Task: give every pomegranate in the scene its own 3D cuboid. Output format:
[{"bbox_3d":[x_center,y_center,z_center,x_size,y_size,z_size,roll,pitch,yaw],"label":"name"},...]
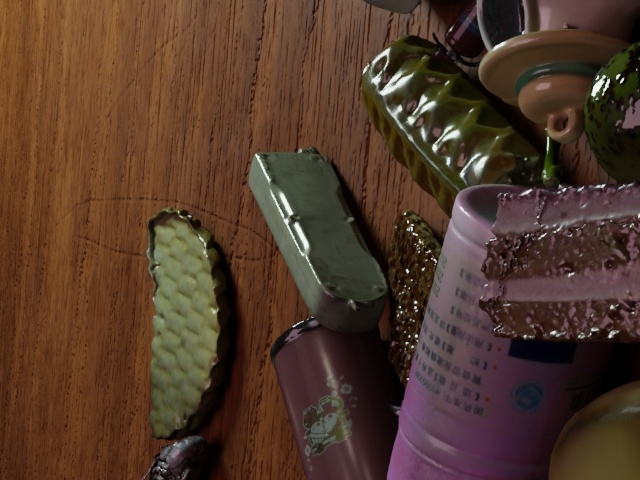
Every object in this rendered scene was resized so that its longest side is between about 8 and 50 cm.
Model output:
[{"bbox_3d":[0.267,-0.100,1.410,0.125,0.163,0.138,48,141,-4],"label":"pomegranate"}]

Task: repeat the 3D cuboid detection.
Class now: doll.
[{"bbox_3d":[0.184,-0.216,1.554,0.208,0.144,0.271,-56,40,12],"label":"doll"}]

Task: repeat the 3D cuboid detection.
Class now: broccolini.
[{"bbox_3d":[0.188,-0.121,1.597,0.054,0.052,0.194,-38,47,36],"label":"broccolini"}]

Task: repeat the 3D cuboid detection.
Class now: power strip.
[{"bbox_3d":[0.001,-0.002,1.882,0.286,0.080,0.048,-117,33,-53],"label":"power strip"}]

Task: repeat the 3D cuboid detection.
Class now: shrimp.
[{"bbox_3d":[-0.169,0.271,2.224,0.056,0.065,0.165,51,136,19],"label":"shrimp"}]

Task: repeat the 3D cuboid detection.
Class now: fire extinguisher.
[{"bbox_3d":[0.144,-0.199,1.680,0.132,0.056,0.039,-55,-3,27],"label":"fire extinguisher"}]

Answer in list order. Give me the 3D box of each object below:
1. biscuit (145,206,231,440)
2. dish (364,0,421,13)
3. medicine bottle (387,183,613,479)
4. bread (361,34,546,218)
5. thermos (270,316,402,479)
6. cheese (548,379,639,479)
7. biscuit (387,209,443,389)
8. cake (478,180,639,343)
[{"bbox_3d":[-0.150,0.093,2.231,0.187,0.036,0.273,-10,78,61],"label":"biscuit"},{"bbox_3d":[0.034,-0.347,1.742,0.273,0.134,0.273,-174,90,-78],"label":"dish"},{"bbox_3d":[0.151,0.098,1.551,0.152,0.152,0.254,42,125,55],"label":"medicine bottle"},{"bbox_3d":[0.113,-0.092,1.699,0.269,0.087,0.098,-126,18,-49],"label":"bread"},{"bbox_3d":[0.059,0.227,1.781,0.109,0.136,0.330,84,170,-57],"label":"thermos"},{"bbox_3d":[0.272,0.211,1.347,0.316,0.128,0.259,-23,66,57],"label":"cheese"},{"bbox_3d":[0.089,0.066,1.740,0.237,0.026,0.131,-121,42,-67],"label":"biscuit"},{"bbox_3d":[0.243,0.020,1.359,0.295,0.113,0.115,1,82,39],"label":"cake"}]
